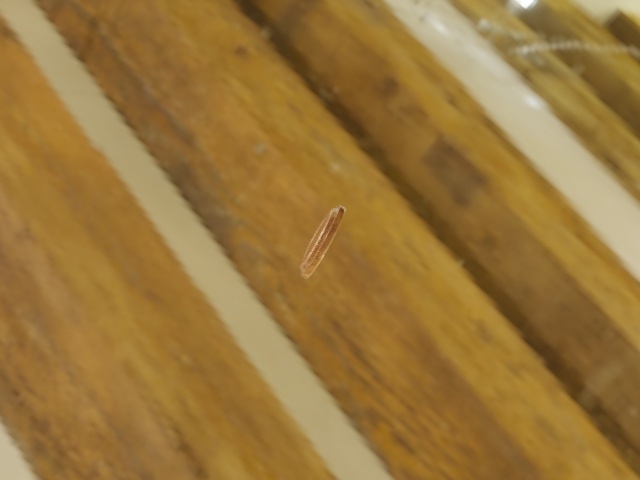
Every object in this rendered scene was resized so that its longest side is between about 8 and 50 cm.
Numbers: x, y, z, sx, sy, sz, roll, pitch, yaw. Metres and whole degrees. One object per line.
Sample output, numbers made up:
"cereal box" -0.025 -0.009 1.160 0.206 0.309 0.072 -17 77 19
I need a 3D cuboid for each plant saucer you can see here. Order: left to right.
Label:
"plant saucer" 0.000 0.000 1.699 0.013 0.083 0.083 29 -156 -7
